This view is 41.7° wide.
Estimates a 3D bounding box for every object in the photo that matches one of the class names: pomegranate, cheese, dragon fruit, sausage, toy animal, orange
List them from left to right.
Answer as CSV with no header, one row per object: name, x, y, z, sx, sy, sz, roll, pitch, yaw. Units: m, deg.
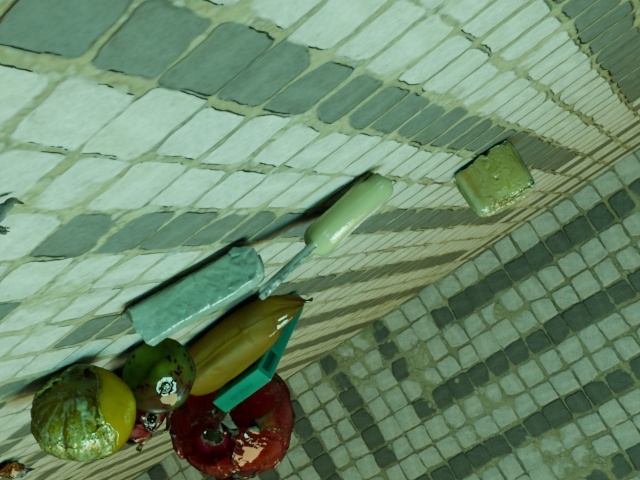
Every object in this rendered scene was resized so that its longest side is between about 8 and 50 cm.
toy animal,-0.247,-0.018,0.637,0.050,0.028,0.084,-12,160,-36
orange,-0.352,0.252,1.240,0.156,0.134,0.156,-3,-158,1
dragon fruit,-0.324,0.288,1.463,0.166,0.136,0.133,4,-126,50
pomegranate,-0.263,0.221,1.381,0.130,0.130,0.130,-30,168,-7
dragon fruit,-0.209,0.425,1.985,0.295,0.295,0.302,-34,180,16
sausage,-0.143,0.180,1.547,0.328,0.112,0.112,-38,166,30
cheese,-0.001,-0.001,1.188,0.235,0.050,0.127,-44,-178,-19

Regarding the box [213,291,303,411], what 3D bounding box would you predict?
box,-0.119,0.219,1.671,0.161,0.042,0.226,-39,-163,38

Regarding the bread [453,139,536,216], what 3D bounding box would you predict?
bread,0.310,-0.103,1.504,0.125,0.106,0.082,-31,168,10

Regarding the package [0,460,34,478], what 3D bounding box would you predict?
package,-0.628,0.464,1.695,0.077,0.033,0.111,-10,160,17

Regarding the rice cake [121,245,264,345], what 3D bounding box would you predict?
rice cake,-0.167,0.073,1.135,0.206,0.063,0.069,-30,176,-9
